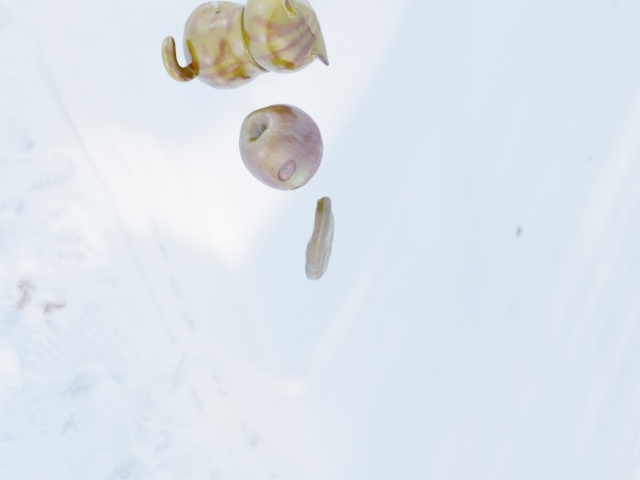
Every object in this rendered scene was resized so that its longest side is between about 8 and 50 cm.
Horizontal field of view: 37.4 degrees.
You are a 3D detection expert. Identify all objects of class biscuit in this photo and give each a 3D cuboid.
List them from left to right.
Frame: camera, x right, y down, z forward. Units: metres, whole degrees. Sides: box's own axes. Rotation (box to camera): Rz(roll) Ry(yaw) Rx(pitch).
[{"bbox_3d":[-0.001,0.004,1.895,0.299,0.045,0.154,69,32,-84],"label":"biscuit"}]

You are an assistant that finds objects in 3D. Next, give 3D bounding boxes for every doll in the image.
[{"bbox_3d":[-0.118,-0.351,1.637,0.166,0.270,0.162,49,39,-38],"label":"doll"}]

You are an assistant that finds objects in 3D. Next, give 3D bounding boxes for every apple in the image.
[{"bbox_3d":[-0.070,-0.163,1.619,0.131,0.146,0.146,23,82,-39],"label":"apple"}]
